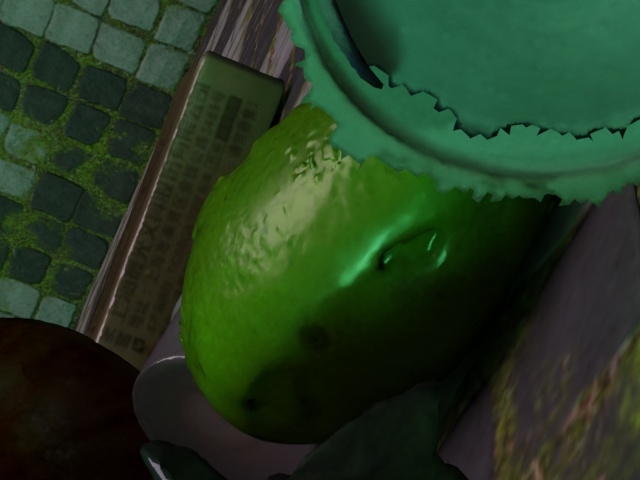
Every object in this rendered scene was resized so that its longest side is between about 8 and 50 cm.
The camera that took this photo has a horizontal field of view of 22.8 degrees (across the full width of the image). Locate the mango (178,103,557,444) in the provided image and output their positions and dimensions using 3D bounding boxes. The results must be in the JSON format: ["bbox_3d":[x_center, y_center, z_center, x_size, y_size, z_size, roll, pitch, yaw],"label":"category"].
[{"bbox_3d":[0.016,-0.005,0.541,0.178,0.100,0.119,-49,15,32],"label":"mango"}]

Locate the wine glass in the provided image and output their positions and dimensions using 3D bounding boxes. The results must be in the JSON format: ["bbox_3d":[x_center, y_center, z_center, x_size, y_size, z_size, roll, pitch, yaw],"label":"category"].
[{"bbox_3d":[0.051,-0.141,0.488,0.321,0.143,0.143,-91,25,-60],"label":"wine glass"}]

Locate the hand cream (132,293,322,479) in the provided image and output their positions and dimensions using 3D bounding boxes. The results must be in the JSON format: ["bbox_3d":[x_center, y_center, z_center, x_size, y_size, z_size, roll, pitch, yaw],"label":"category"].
[{"bbox_3d":[0.000,0.000,0.721,0.133,0.083,0.248,-56,5,48],"label":"hand cream"}]

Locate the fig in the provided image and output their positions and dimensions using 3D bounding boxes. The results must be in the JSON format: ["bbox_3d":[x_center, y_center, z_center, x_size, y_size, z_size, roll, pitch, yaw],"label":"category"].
[{"bbox_3d":[-0.188,0.159,0.920,0.214,0.235,0.235,145,146,-78],"label":"fig"}]

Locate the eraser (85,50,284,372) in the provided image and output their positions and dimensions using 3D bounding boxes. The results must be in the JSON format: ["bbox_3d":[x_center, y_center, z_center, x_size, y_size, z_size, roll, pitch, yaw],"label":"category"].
[{"bbox_3d":[-0.130,0.020,1.317,0.144,0.078,0.343,158,132,-77],"label":"eraser"}]

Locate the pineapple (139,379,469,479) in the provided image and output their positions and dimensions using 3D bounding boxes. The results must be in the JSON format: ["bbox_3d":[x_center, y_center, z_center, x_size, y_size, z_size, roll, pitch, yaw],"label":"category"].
[{"bbox_3d":[-0.068,0.163,0.453,0.362,0.202,0.202,-37,29,43],"label":"pineapple"}]
